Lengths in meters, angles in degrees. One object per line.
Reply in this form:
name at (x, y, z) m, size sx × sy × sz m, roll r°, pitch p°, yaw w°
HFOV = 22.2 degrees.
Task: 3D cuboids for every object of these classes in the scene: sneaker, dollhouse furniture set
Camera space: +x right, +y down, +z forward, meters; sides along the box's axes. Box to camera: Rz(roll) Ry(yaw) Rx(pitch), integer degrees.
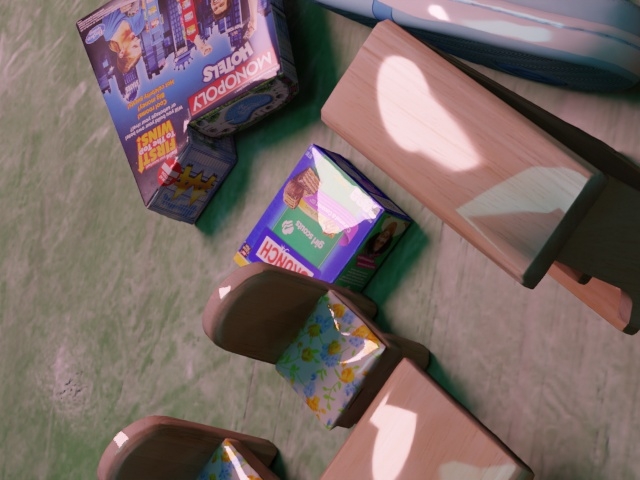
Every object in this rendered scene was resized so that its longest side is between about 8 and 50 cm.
sneaker at (0.112, -0.229, 1.101) m, size 0.319 × 0.127 × 0.208 m, roll 25°, pitch 94°, yaw 39°
dollhouse furniture set at (0.054, 0.113, 0.957) m, size 0.362 × 0.256 × 0.394 m, roll 42°, pitch 104°, yaw 39°

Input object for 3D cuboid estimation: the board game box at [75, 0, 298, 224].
board game box at (-0.095, -0.123, 1.275) m, size 0.194 × 0.060 × 0.194 m, roll -25°, pitch 64°, yaw 31°

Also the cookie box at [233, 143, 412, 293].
cookie box at (0.000, 0.000, 1.175) m, size 0.092 × 0.040 × 0.107 m, roll 44°, pitch 106°, yaw 37°
